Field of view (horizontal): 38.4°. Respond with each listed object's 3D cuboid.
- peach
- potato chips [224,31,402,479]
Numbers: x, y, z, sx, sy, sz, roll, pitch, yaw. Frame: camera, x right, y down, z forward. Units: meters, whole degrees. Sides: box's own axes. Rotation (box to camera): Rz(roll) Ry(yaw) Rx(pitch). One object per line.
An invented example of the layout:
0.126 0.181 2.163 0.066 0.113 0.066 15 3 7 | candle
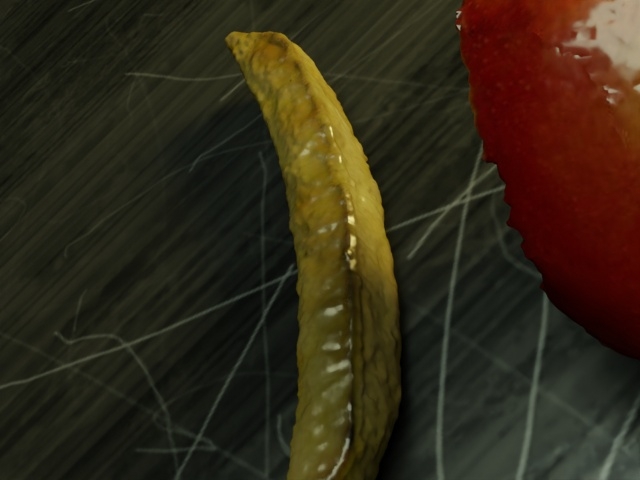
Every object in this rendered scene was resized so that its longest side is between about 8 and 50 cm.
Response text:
0.155 -0.051 0.414 0.226 0.196 0.190 34 70 17 | peach
0.000 0.000 0.574 0.080 0.057 0.407 -23 50 16 | potato chips
